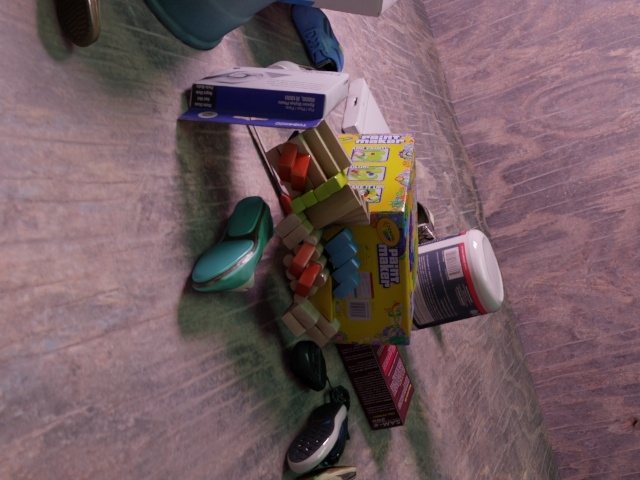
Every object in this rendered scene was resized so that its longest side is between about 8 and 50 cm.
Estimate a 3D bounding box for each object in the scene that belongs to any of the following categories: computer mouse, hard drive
[{"bbox_3d":[0.000,0.245,1.344,0.242,0.041,0.071,58,24,-48],"label":"computer mouse"},{"bbox_3d":[0.160,-0.225,2.038,0.353,0.047,0.233,59,26,-34],"label":"hard drive"}]

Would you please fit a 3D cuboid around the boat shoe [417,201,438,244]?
[{"bbox_3d":[0.286,-0.019,2.162,0.073,0.080,0.223,47,28,-38],"label":"boat shoe"}]

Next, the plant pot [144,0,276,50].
[{"bbox_3d":[-0.108,-0.528,1.225,0.341,0.334,0.341,48,32,-45],"label":"plant pot"}]

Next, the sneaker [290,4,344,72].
[{"bbox_3d":[-0.004,-0.460,1.781,0.209,0.069,0.082,51,35,-44],"label":"sneaker"}]

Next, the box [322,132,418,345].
[{"bbox_3d":[0.083,-0.008,1.417,0.279,0.177,0.289,-75,162,-53],"label":"box"}]

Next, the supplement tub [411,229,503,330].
[{"bbox_3d":[0.259,0.096,1.741,0.191,0.272,0.191,48,33,-47],"label":"supplement tub"}]

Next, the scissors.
[{"bbox_3d":[-0.068,-0.089,1.424,0.297,0.021,0.109,60,27,-33],"label":"scissors"}]

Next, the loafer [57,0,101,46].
[{"bbox_3d":[-0.303,-0.314,0.974,0.050,0.056,0.147,-4,79,-61],"label":"loafer"}]

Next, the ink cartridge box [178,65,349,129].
[{"bbox_3d":[-0.084,-0.234,1.228,0.224,0.223,0.045,-59,152,-62],"label":"ink cartridge box"}]

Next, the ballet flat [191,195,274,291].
[{"bbox_3d":[-0.118,0.025,1.150,0.247,0.083,0.087,-69,146,-56],"label":"ballet flat"}]

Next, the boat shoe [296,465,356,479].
[{"bbox_3d":[0.011,0.394,1.240,0.152,0.056,0.049,10,70,-55],"label":"boat shoe"}]

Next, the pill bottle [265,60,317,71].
[{"bbox_3d":[-0.060,-0.309,1.515,0.152,0.086,0.086,-19,92,-68],"label":"pill bottle"}]

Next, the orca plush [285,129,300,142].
[{"bbox_3d":[0.027,-0.137,1.579,0.287,0.102,0.151,48,33,-47],"label":"orca plush"}]

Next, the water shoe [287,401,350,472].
[{"bbox_3d":[0.010,0.335,1.246,0.203,0.073,0.080,-39,113,-66],"label":"water shoe"}]

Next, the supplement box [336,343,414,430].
[{"bbox_3d":[0.108,0.243,1.543,0.239,0.073,0.130,67,23,-14],"label":"supplement box"}]

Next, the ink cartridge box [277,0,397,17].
[{"bbox_3d":[0.036,-0.606,1.643,0.395,0.286,0.166,-59,159,-62],"label":"ink cartridge box"}]

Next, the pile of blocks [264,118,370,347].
[{"bbox_3d":[0.000,0.000,1.186,0.112,0.149,0.362,-54,139,-73],"label":"pile of blocks"}]
